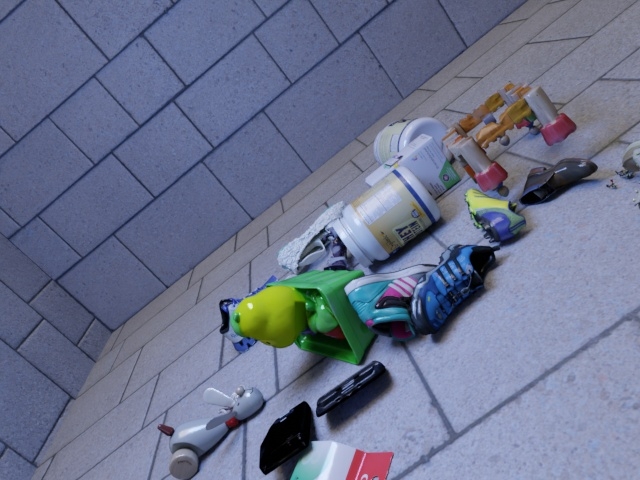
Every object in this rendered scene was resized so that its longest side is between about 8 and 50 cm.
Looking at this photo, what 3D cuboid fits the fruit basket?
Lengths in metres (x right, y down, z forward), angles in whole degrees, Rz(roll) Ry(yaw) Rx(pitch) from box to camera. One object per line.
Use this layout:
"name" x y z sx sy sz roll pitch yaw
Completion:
"fruit basket" -0.059 0.229 1.427 0.392 0.283 0.392 -25 12 6

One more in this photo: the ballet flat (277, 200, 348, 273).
"ballet flat" 0.000 0.000 2.111 0.409 0.147 0.147 -41 18 -16

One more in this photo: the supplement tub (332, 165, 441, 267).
"supplement tub" 0.220 -0.075 1.679 0.316 0.228 0.228 -38 19 7

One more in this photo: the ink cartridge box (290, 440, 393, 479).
"ink cartridge box" 0.025 0.504 1.018 0.224 0.056 0.181 -25 24 41

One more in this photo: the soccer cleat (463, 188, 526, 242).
"soccer cleat" 0.493 -0.082 1.411 0.121 0.093 0.289 -25 23 10

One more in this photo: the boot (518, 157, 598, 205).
"boot" 0.630 -0.149 1.328 0.106 0.082 0.219 -56 13 -14

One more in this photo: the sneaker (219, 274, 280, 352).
"sneaker" -0.275 0.253 1.876 0.316 0.182 0.127 -55 29 -11

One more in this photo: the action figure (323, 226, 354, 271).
"action figure" 0.063 0.048 1.806 0.099 0.185 0.285 -17 29 7

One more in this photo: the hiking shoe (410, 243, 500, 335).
"hiking shoe" 0.330 0.107 1.235 0.132 0.113 0.304 -15 31 52

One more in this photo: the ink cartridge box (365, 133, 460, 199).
"ink cartridge box" 0.337 -0.225 1.833 0.278 0.201 0.117 -38 19 6

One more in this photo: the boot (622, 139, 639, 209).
"boot" 0.716 -0.138 1.077 0.213 0.077 0.165 90 -163 -84

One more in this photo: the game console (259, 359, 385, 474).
"game console" 0.007 0.410 1.198 0.361 0.044 0.213 -36 1 2

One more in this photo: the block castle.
"block castle" 0.570 -0.316 1.543 0.303 0.213 0.453 -37 10 19

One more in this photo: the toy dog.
"toy dog" -0.346 0.533 1.480 0.334 0.161 0.220 -46 20 -18

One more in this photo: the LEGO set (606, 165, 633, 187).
"LEGO set" 0.739 -0.157 1.212 0.083 0.023 0.054 -48 13 20

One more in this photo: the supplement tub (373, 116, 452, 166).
"supplement tub" 0.376 -0.388 2.074 0.235 0.235 0.325 -42 19 -7

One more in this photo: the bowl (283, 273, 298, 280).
"bowl" -0.130 0.195 2.002 0.142 0.053 0.142 -42 18 -1

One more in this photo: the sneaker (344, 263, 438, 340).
"sneaker" 0.224 0.168 1.301 0.295 0.179 0.124 -10 -26 -21
